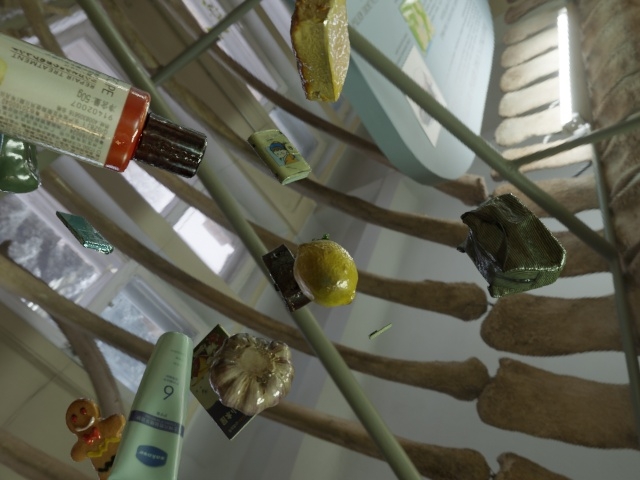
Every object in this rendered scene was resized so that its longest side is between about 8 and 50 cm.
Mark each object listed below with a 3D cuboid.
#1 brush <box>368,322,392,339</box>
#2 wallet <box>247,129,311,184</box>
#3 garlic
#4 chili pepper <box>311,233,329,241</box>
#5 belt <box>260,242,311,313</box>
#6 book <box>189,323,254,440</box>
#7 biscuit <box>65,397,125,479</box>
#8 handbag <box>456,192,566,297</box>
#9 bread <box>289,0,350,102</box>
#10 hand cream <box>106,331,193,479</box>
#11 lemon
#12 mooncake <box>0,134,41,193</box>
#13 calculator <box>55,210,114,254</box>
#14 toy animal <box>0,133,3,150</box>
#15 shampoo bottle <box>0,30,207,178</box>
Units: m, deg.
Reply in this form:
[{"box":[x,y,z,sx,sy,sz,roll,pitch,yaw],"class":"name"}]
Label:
[{"box":[0.183,0.277,1.538,0.084,0.016,0.013,-30,-137,-5],"class":"brush"},{"box":[-0.102,-0.219,1.285,0.110,0.155,0.039,-25,161,-42],"class":"wallet"},{"box":[-0.191,0.375,1.402,0.244,0.245,0.160,-65,174,-46],"class":"garlic"},{"box":[0.001,0.001,1.739,0.030,0.034,0.091,-28,-175,-37],"class":"chili pepper"},{"box":[-0.118,0.140,1.994,0.164,0.184,0.289,-28,-129,-7],"class":"belt"},{"box":[-0.326,0.474,1.701,0.228,0.322,0.018,-46,161,-1],"class":"book"},{"box":[-0.545,0.502,1.238,0.165,0.250,0.036,-37,174,3],"class":"biscuit"},{"box":[0.626,0.022,1.687,0.240,0.247,0.340,-21,-127,-7],"class":"handbag"},{"box":[0.003,-0.519,1.304,0.114,0.274,0.184,11,-115,11],"class":"bread"},{"box":[-0.280,0.294,0.874,0.067,0.109,0.320,-47,-153,28],"class":"hand cream"},{"box":[0.019,0.110,1.664,0.204,0.260,0.204,-39,-175,4],"class":"lemon"},{"box":[-0.497,-0.159,0.794,0.169,0.175,0.104,-24,-151,-18],"class":"mooncake"},{"box":[-0.422,-0.016,0.893,0.172,0.057,0.018,29,-85,43],"class":"calculator"},{"box":[-0.518,-0.054,0.645,0.239,0.255,0.176,-21,-177,-13],"class":"toy animal"},{"box":[-0.270,-0.144,0.577,0.104,0.278,0.104,-45,-145,44],"class":"shampoo bottle"}]
